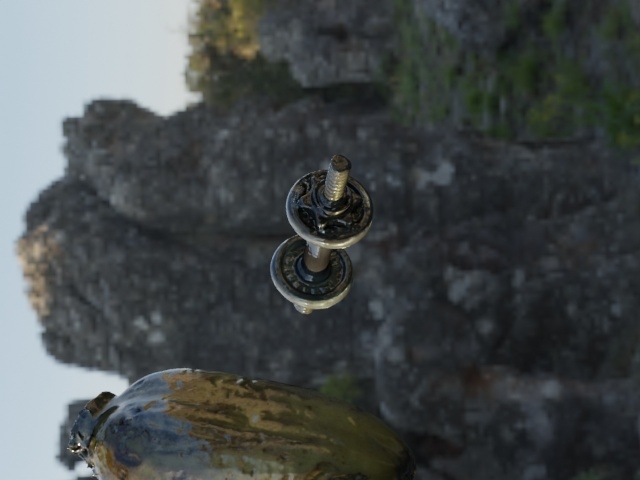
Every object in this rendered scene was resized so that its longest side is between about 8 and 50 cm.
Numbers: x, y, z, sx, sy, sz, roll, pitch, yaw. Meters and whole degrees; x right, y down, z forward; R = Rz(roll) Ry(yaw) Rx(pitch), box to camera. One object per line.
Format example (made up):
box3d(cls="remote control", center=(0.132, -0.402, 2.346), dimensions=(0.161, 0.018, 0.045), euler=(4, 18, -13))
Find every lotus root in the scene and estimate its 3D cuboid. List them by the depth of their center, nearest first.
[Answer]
box3d(cls="lotus root", center=(-0.041, 0.115, 0.701), dimensions=(0.089, 0.179, 0.080), euler=(-73, -10, -53))

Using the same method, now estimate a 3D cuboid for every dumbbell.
box3d(cls="dumbbell", center=(0.000, 0.000, 1.252), dimensions=(0.254, 0.082, 0.081), euler=(105, 165, -57))
